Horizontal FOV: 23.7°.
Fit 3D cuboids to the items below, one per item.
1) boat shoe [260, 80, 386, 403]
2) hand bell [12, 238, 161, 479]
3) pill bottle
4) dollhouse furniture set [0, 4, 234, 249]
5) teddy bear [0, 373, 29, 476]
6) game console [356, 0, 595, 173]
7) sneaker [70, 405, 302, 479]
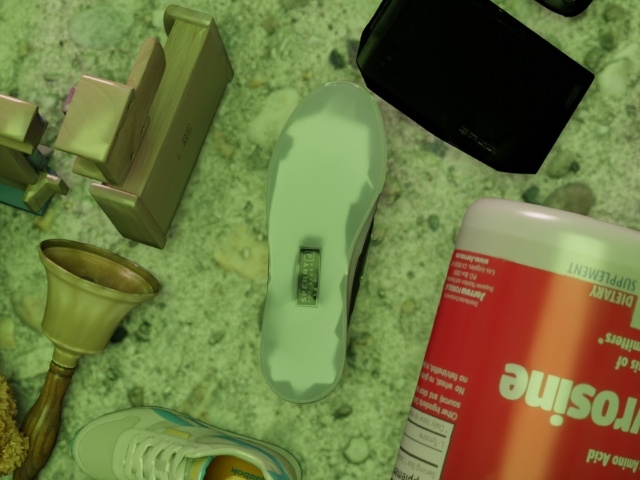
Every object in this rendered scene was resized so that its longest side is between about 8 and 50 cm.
[{"bbox_3d":[0.004,0.001,1.472,0.113,0.105,0.306,3,94,3],"label":"boat shoe"},{"bbox_3d":[-0.258,0.133,1.513,0.126,0.126,0.242,24,103,8],"label":"hand bell"},{"bbox_3d":[0.190,0.183,1.375,0.229,0.229,0.408,15,89,8],"label":"pill bottle"},{"bbox_3d":[-0.272,-0.157,1.435,0.303,0.286,0.198,17,75,10],"label":"dollhouse furniture set"},{"bbox_3d":[-0.459,0.214,1.496,0.338,0.113,0.245,-2,93,17],"label":"teddy bear"},{"bbox_3d":[0.199,-0.256,1.460,0.213,0.044,0.361,32,86,-14],"label":"game console"},{"bbox_3d":[-0.135,0.214,1.483,0.228,0.092,0.087,8,90,9],"label":"sneaker"}]
